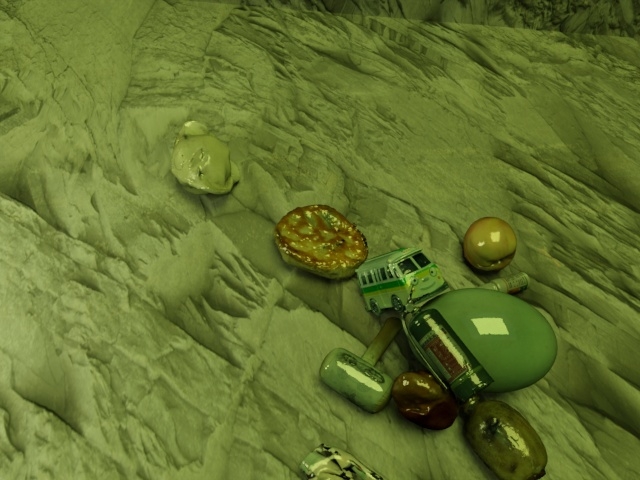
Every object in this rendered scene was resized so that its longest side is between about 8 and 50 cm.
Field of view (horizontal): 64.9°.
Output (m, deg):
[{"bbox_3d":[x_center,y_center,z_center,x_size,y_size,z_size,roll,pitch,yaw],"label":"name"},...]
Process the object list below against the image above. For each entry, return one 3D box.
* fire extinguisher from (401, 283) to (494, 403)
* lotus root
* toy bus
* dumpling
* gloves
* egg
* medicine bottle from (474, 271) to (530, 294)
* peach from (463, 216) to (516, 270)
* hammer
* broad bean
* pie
[{"bbox_3d":[0.287,0.246,1.225,0.294,0.118,0.093,54,20,24],"label":"fire extinguisher"},{"bbox_3d":[0.449,0.487,1.284,0.154,0.154,0.278,-21,50,-25],"label":"lotus root"},{"bbox_3d":[0.218,0.112,1.433,0.133,0.276,0.165,-22,87,-25],"label":"toy bus"},{"bbox_3d":[-0.388,-0.252,1.735,0.243,0.187,0.318,16,44,-53],"label":"dumpling"},{"bbox_3d":[0.055,0.571,1.162,0.212,0.111,0.127,42,31,25],"label":"gloves"},{"bbox_3d":[0.433,0.267,1.363,0.389,0.276,0.276,4,50,8],"label":"egg"},{"bbox_3d":[0.576,0.169,1.620,0.220,0.061,0.092,-12,74,-19],"label":"medicine bottle"},{"bbox_3d":[0.561,0.008,1.670,0.184,0.184,0.184,5,51,-7],"label":"peach"},{"bbox_3d":[0.144,0.314,1.392,0.202,0.113,0.305,32,48,12],"label":"hammer"},{"bbox_3d":[0.267,0.404,1.272,0.156,0.228,0.122,6,62,38],"label":"broad bean"},{"bbox_3d":[0.000,0.000,1.627,0.315,0.092,0.315,8,46,-8],"label":"pie"}]
